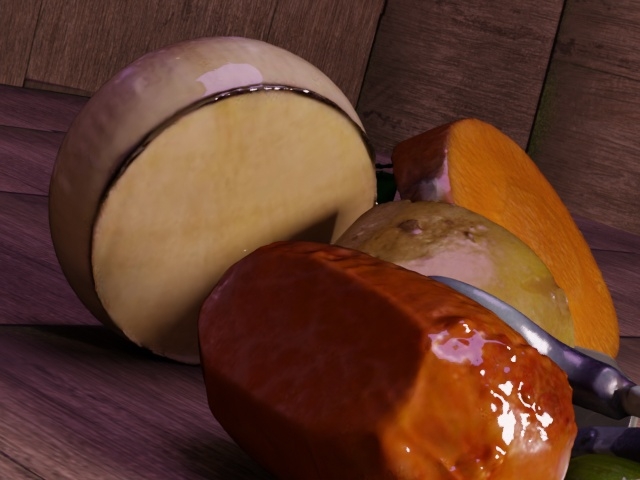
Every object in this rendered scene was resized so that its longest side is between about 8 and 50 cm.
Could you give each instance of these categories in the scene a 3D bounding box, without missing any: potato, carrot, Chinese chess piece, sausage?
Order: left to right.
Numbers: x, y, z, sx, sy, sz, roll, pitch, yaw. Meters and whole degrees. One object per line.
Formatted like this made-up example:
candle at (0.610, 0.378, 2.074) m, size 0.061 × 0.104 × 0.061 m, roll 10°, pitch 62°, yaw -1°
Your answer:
Chinese chess piece at (-0.081, -0.031, 1.253) m, size 0.257 × 0.257 × 0.104 m, roll 9°, pitch 23°, yaw -34°
sausage at (0.030, 0.091, 0.981) m, size 0.268 × 0.153 × 0.141 m, roll 24°, pitch -16°, yaw 49°
potato at (0.059, 0.075, 1.166) m, size 0.203 × 0.178 × 0.158 m, roll 39°, pitch 33°, yaw 15°
carrot at (0.160, 0.013, 1.479) m, size 0.307 × 0.100 × 0.258 m, roll 29°, pitch 36°, yaw -52°

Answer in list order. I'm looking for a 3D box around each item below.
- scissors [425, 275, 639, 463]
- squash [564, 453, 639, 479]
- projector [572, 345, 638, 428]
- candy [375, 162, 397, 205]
scissors at (0.233, 0.118, 0.966) m, size 0.256 × 0.029 × 0.383 m, roll 48°, pitch -23°, yaw -29°
squash at (0.268, 0.197, 0.936) m, size 0.293 × 0.082 × 0.082 m, roll 16°, pitch 8°, yaw 24°
projector at (0.193, 0.129, 1.255) m, size 0.083 × 0.083 × 0.082 m, roll 14°, pitch 8°, yaw -4°
candy at (0.013, 0.006, 1.526) m, size 0.141 × 0.203 × 0.078 m, roll 0°, pitch 38°, yaw 13°
